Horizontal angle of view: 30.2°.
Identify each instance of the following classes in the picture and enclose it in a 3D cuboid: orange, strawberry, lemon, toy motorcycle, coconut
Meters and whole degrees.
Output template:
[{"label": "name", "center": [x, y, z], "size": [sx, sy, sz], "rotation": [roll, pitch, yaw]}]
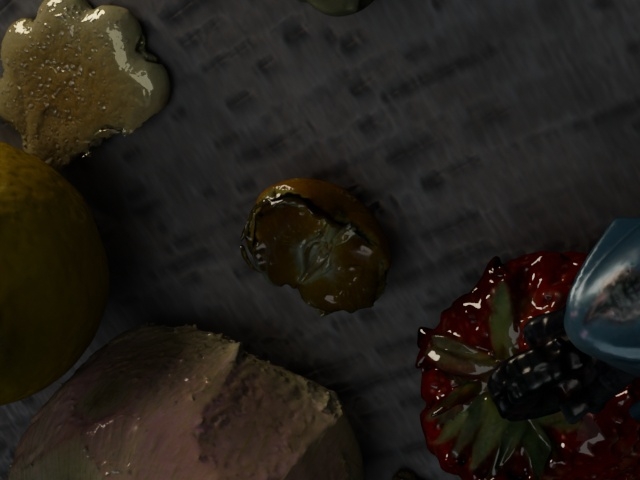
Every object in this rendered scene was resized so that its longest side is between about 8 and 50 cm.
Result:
[{"label": "orange", "center": [0.000, 0.000, 1.268], "size": [0.160, 0.112, 0.170], "rotation": [2, 138, 15]}, {"label": "strawberry", "center": [0.245, 0.142, 1.162], "size": [0.261, 0.257, 0.261], "rotation": [-3, 86, 44]}, {"label": "lemon", "center": [-0.399, 0.038, 1.366], "size": [0.336, 0.336, 0.336], "rotation": [12, 118, 23]}, {"label": "toy motorcycle", "center": [0.332, 0.041, 0.940], "size": [0.232, 0.416, 0.172], "rotation": [99, 151, -64]}, {"label": "coconut", "center": [-0.167, 0.319, 1.349], "size": [0.404, 0.404, 0.405], "rotation": [12, 118, 23]}]

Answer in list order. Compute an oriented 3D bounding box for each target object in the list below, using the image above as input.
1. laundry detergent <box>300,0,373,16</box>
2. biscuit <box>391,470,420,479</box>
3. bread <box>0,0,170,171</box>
[{"label": "laundry detergent", "center": [-0.045, -0.334, 1.144], "size": [0.253, 0.091, 0.181], "rotation": [29, 129, 13]}, {"label": "biscuit", "center": [0.167, 0.377, 1.410], "size": [0.237, 0.026, 0.131], "rotation": [31, 125, 11]}, {"label": "bread", "center": [-0.294, -0.187, 1.377], "size": [0.251, 0.039, 0.182], "rotation": [-23, 102, 35]}]
